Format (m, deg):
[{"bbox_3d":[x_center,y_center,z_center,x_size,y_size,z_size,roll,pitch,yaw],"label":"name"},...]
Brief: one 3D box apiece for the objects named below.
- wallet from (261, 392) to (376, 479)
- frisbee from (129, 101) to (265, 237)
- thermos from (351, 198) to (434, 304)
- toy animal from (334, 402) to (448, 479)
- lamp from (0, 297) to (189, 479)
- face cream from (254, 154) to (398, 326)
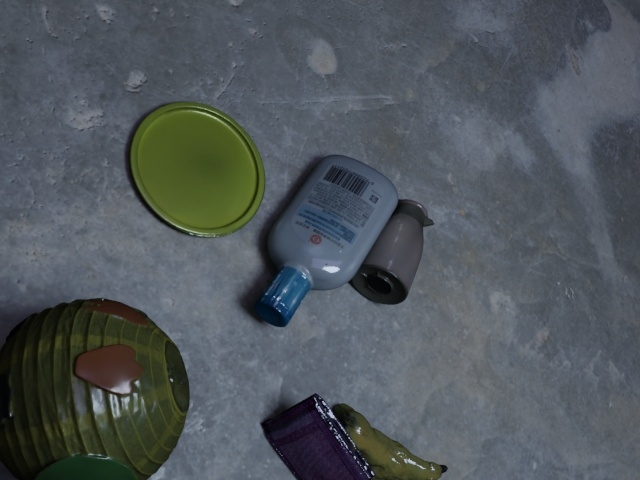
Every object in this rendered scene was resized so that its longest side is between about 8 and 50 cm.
[{"bbox_3d":[-0.004,0.325,1.104,0.166,0.111,0.030,55,19,-4],"label":"wallet"},{"bbox_3d":[-0.197,-0.117,1.181,0.236,0.017,0.236,11,68,-29],"label":"frisbee"},{"bbox_3d":[0.121,0.002,1.301,0.137,0.105,0.193,20,56,10],"label":"thermos"},{"bbox_3d":[0.093,0.337,1.161,0.219,0.101,0.103,39,56,-16],"label":"toy animal"},{"bbox_3d":[-0.306,0.198,0.888,0.284,0.250,0.250,-15,81,5],"label":"lamp"},{"bbox_3d":[0.000,0.000,1.211,0.163,0.080,0.336,28,57,8],"label":"face cream"}]
